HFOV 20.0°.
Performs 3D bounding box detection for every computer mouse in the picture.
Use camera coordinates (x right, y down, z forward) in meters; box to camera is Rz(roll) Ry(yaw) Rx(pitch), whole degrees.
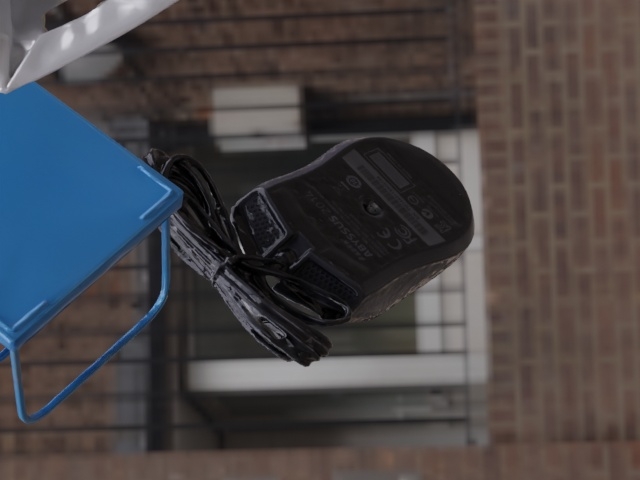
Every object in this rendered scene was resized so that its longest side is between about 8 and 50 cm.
[{"bbox_3d":[0.000,0.000,1.271,0.272,0.188,0.072,-19,-29,-48],"label":"computer mouse"}]

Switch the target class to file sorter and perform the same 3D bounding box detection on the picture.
[{"bbox_3d":[-0.173,-0.007,0.929,0.118,0.170,0.104,-43,-21,-30],"label":"file sorter"}]

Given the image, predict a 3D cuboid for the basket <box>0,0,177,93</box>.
[{"bbox_3d":[-0.139,-0.167,0.770,0.167,0.113,0.103,53,-165,-40],"label":"basket"}]
